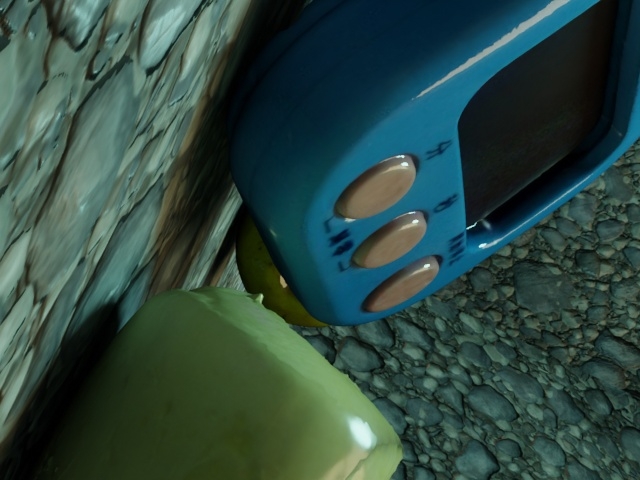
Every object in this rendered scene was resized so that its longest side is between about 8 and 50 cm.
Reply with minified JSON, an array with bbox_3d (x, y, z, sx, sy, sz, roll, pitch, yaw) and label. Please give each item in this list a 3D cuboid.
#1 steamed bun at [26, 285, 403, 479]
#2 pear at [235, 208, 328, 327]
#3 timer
[{"bbox_3d":[-0.076,0.142,0.723,0.232,0.166,0.273,-52,172,-4],"label":"steamed bun"},{"bbox_3d":[0.000,0.000,1.210,0.149,0.149,0.162,-65,175,33],"label":"pear"},{"bbox_3d":[0.092,-0.086,0.867,0.309,0.115,0.340,-34,159,-5],"label":"timer"}]
